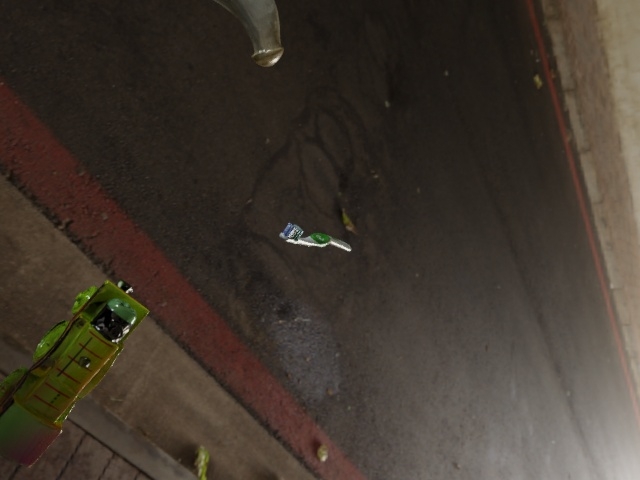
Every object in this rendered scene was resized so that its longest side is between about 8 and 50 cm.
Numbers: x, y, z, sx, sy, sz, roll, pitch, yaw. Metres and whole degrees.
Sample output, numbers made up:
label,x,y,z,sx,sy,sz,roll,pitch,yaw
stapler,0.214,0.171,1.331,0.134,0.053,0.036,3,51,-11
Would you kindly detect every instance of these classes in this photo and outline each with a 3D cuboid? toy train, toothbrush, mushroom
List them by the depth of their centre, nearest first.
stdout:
label,x,y,z,sx,sy,sz,roll,pitch,yaw
toy train,-0.387,0.191,0.943,0.100,0.160,0.296,43,80,-26
toothbrush,-0.001,0.002,1.061,0.304,0.030,0.030,16,73,-69
mushroom,-0.150,-0.438,1.095,0.270,0.118,0.103,50,35,4
